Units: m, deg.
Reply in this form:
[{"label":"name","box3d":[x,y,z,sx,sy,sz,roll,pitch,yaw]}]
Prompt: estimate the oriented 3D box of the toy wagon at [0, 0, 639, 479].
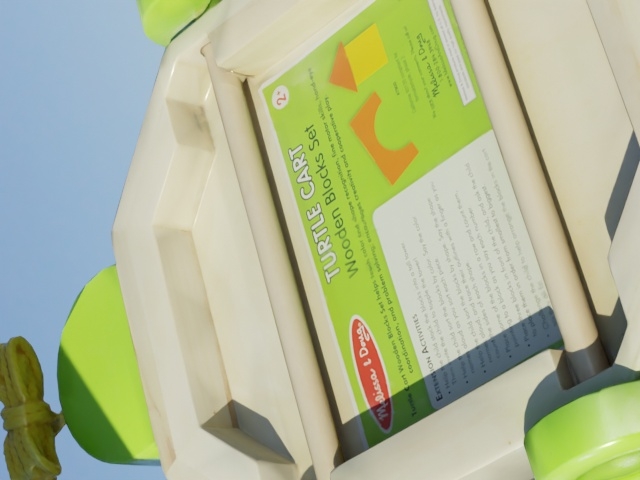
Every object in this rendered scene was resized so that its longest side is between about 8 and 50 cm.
[{"label":"toy wagon","box3d":[0.000,0.000,0.674,0.068,0.344,0.267,10,-124,-44]}]
